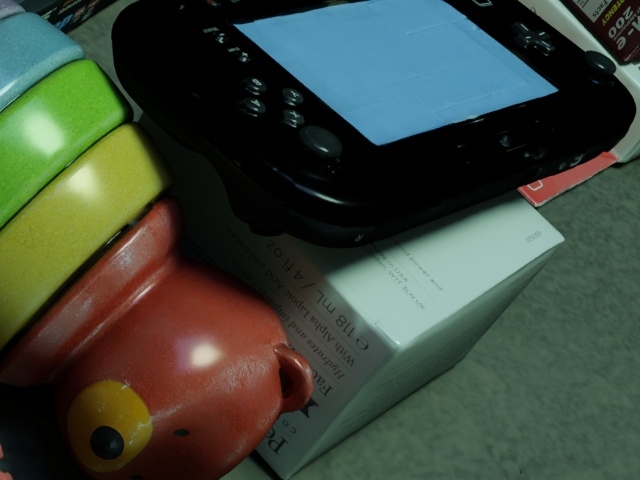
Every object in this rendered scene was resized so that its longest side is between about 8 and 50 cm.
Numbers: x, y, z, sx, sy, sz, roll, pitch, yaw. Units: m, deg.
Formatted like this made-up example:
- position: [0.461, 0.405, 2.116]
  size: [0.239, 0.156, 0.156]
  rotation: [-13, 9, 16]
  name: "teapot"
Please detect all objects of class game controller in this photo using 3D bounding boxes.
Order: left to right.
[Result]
- position: [0.038, -0.083, 0.826]
  size: [0.166, 0.067, 0.319]
  rotation: [49, 36, 16]
  name: "game controller"

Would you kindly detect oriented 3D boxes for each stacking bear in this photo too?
- position: [-0.134, -0.001, 0.742]
  size: [0.289, 0.175, 0.164]
  rotation: [45, 27, -2]
  name: "stacking bear"

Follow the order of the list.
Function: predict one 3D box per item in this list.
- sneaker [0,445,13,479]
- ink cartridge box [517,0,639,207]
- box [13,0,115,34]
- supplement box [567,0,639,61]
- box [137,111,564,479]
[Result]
- position: [-0.176, 0.103, 0.645]
  size: [0.093, 0.088, 0.225]
  rotation: [-18, 60, -43]
  name: "sneaker"
- position: [0.142, -0.177, 1.213]
  size: [0.296, 0.066, 0.261]
  rotation: [47, 37, 15]
  name: "ink cartridge box"
- position: [-0.218, -0.187, 0.954]
  size: [0.175, 0.051, 0.220]
  rotation: [39, 38, 4]
  name: "box"
- position: [0.206, -0.248, 1.226]
  size: [0.130, 0.073, 0.239]
  rotation: [-17, 62, -50]
  name: "supplement box"
- position: [0.000, 0.000, 0.865]
  size: [0.181, 0.119, 0.182]
  rotation: [46, 38, 13]
  name: "box"
